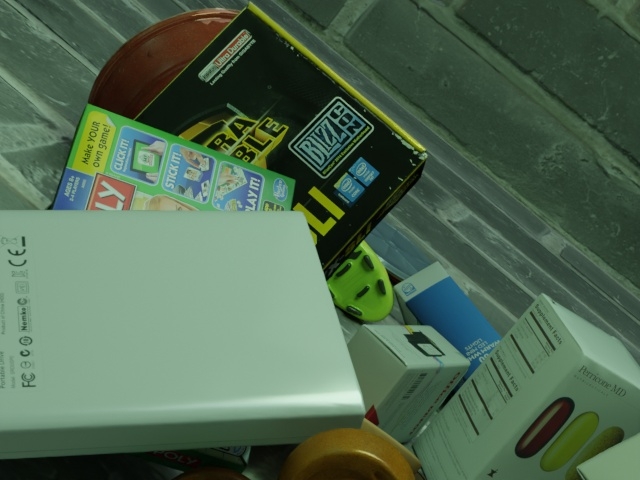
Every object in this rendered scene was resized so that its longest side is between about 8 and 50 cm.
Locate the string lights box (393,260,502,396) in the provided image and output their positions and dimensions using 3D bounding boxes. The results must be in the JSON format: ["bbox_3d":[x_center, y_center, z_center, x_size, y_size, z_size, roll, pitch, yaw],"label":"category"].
[{"bbox_3d":[0.201,0.164,1.693,0.260,0.076,0.133,53,-11,41],"label":"string lights box"}]

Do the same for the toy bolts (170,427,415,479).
[{"bbox_3d":[0.000,0.242,0.982,0.228,0.218,0.158,54,8,-9],"label":"toy bolts"}]

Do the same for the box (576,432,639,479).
[{"bbox_3d":[0.366,0.335,1.389,0.094,0.113,0.275,57,-10,52],"label":"box"}]

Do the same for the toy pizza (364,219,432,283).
[{"bbox_3d":[0.103,0.017,2.054,0.201,0.032,0.201,34,18,-13],"label":"toy pizza"}]

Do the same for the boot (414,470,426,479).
[{"bbox_3d":[0.066,0.260,1.312,0.106,0.037,0.114,21,16,-9],"label":"boot"}]

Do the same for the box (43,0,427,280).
[{"bbox_3d":[-0.087,-0.048,1.334,0.257,0.322,0.079,42,-11,9],"label":"box"}]

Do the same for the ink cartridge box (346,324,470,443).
[{"bbox_3d":[0.074,0.163,1.434,0.072,0.127,0.175,43,16,25],"label":"ink cartridge box"}]

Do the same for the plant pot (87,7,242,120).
[{"bbox_3d":[-0.112,-0.087,1.531,0.272,0.272,0.265,21,32,-45],"label":"plant pot"}]

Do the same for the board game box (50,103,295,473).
[{"bbox_3d":[-0.145,0.039,1.127,0.213,0.046,0.317,20,49,-15],"label":"board game box"}]

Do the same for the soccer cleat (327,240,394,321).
[{"bbox_3d":[0.000,-0.001,1.787,0.289,0.093,0.121,42,10,13],"label":"soccer cleat"}]

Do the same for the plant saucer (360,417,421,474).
[{"bbox_3d":[0.005,0.179,1.249,0.200,0.037,0.200,32,-11,7],"label":"plant saucer"}]

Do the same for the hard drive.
[{"bbox_3d":[-0.163,0.064,0.998,0.353,0.047,0.233,-1,42,-16],"label":"hard drive"}]

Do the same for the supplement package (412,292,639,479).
[{"bbox_3d":[0.242,0.208,1.454,0.139,0.244,0.134,29,18,-25],"label":"supplement package"}]
